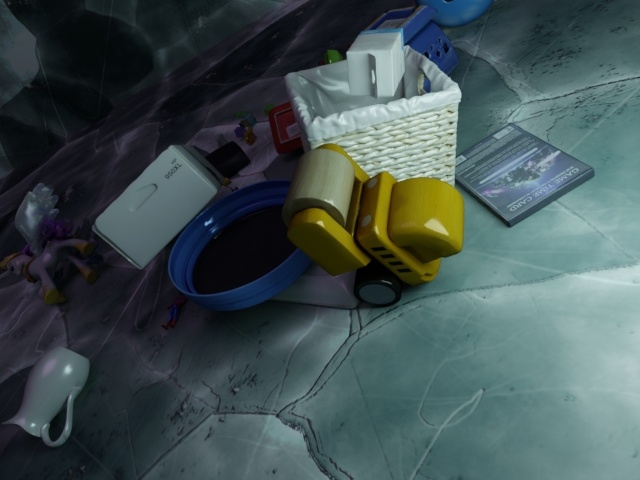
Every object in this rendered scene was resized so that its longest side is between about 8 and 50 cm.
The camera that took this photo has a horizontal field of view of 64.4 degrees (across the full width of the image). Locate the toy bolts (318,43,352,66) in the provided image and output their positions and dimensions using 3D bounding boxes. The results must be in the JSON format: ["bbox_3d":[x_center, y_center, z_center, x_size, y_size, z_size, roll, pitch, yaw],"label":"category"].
[{"bbox_3d":[0.090,-0.544,1.726,0.158,0.219,0.228,-6,15,-7],"label":"toy bolts"}]

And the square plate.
[{"bbox_3d":[0.000,0.000,1.217,0.343,0.049,0.347,1,47,37],"label":"square plate"}]

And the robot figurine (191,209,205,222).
[{"bbox_3d":[-0.335,-0.057,1.519,0.115,0.067,0.101,-29,34,6],"label":"robot figurine"}]

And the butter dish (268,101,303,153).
[{"bbox_3d":[-0.069,-0.361,1.640,0.160,0.118,0.160,-17,79,19],"label":"butter dish"}]

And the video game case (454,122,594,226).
[{"bbox_3d":[0.413,-0.153,1.104,0.196,0.026,0.274,-32,37,2],"label":"video game case"}]

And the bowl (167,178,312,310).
[{"bbox_3d":[-0.172,0.006,1.210,0.390,0.077,0.391,-17,38,14],"label":"bowl"}]

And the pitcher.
[{"bbox_3d":[-0.630,0.371,1.217,0.177,0.125,0.207,15,65,21],"label":"pitcher"}]

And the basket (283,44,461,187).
[{"bbox_3d":[0.110,-0.249,1.174,0.330,0.267,0.328,-13,36,-4],"label":"basket"}]

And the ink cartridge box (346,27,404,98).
[{"bbox_3d":[0.109,-0.349,1.006,0.089,0.092,0.143,5,40,18],"label":"ink cartridge box"}]

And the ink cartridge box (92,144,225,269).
[{"bbox_3d":[-0.424,-0.111,1.412,0.285,0.166,0.395,-45,13,3],"label":"ink cartridge box"}]

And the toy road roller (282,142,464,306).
[{"bbox_3d":[0.116,-0.046,0.945,0.240,0.329,0.203,-25,39,38],"label":"toy road roller"}]

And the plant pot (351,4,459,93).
[{"bbox_3d":[0.247,-0.572,1.557,0.236,0.212,0.235,-46,37,-19],"label":"plant pot"}]

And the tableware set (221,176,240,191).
[{"bbox_3d":[-0.218,-0.123,1.437,0.104,0.154,0.024,28,78,48],"label":"tableware set"}]

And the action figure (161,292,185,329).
[{"bbox_3d":[-0.376,0.175,1.316,0.038,0.030,0.115,-19,36,26],"label":"action figure"}]

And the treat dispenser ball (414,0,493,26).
[{"bbox_3d":[0.445,-0.856,1.674,0.288,0.288,0.288,-20,38,17],"label":"treat dispenser ball"}]

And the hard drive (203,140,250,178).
[{"bbox_3d":[-0.380,-0.250,1.788,0.254,0.054,0.172,-34,36,-2],"label":"hard drive"}]

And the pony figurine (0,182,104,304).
[{"bbox_3d":[-0.895,0.033,1.705,0.363,0.303,0.351,18,67,30],"label":"pony figurine"}]

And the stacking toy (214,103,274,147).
[{"bbox_3d":[-0.283,-0.436,1.941,0.166,0.052,0.221,-1,45,34],"label":"stacking toy"}]
